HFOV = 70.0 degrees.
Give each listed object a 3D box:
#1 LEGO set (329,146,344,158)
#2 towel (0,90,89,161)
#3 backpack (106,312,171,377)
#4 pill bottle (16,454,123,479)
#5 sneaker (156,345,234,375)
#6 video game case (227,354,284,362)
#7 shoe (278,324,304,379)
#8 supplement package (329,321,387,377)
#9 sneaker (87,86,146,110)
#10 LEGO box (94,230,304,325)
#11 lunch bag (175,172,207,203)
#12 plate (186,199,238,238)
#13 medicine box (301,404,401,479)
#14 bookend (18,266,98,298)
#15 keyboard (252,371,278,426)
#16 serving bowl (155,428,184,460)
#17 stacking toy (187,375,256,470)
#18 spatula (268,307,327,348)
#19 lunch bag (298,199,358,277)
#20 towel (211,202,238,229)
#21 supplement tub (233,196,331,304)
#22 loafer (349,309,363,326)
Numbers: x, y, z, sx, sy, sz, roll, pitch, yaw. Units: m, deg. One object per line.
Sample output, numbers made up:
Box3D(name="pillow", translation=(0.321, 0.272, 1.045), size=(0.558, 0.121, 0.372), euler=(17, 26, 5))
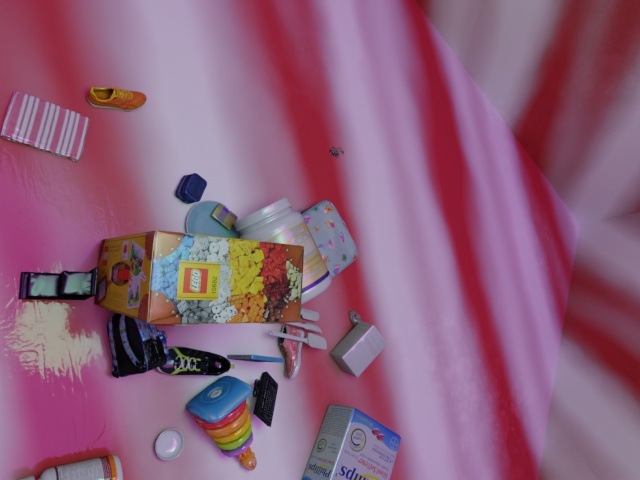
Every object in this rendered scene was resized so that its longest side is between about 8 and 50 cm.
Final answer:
Box3D(name="LEGO set", translation=(0.073, -0.380, 1.948), size=(0.083, 0.023, 0.054), euler=(-45, 107, -36))
Box3D(name="towel", translation=(-0.766, -0.317, 1.283), size=(0.196, 0.029, 0.144), euler=(18, 68, -36))
Box3D(name="backpack", translation=(-0.505, 0.274, 1.256), size=(0.116, 0.158, 0.174), euler=(-11, 83, -57))
Box3D(name="pill bottle", translation=(-0.610, 0.608, 1.113), size=(0.221, 0.121, 0.121), euler=(3, 77, -37))
Box3D(name="sneaker", translation=(-0.371, 0.363, 1.373), size=(0.234, 0.097, 0.084), euler=(13, 71, -35))
Box3D(name="video game case", translation=(-0.207, 0.376, 1.452), size=(0.119, 0.166, 0.015), euler=(17, 68, -33))
Box3D(name="shoe", translation=(-0.113, 0.387, 1.594), size=(0.081, 0.063, 0.178), euler=(26, 59, -29))
Box3D(name="supplement package", translation=(0.145, 0.410, 1.732), size=(0.179, 0.105, 0.105), euler=(-42, 106, -22))
Box3D(name="sneaker", translation=(-0.617, -0.437, 1.401), size=(0.175, 0.067, 0.064), euler=(-16, 87, -41))
Box3D(name="LEGO box", translation=(-0.335, 0.098, 1.199), size=(0.372, 0.499, 0.193), euler=(7, 84, -37))
Box3D(name="lunch bag", translation=(-0.423, -0.165, 1.486), size=(0.067, 0.065, 0.099), euler=(43, 54, -40))
Box3D(name="plate", translation=(-0.362, -0.041, 1.528), size=(0.188, 0.024, 0.188), euler=(11, 71, -36))
Box3D(name="medicine box", translation=(0.115, 0.776, 1.616), size=(0.263, 0.149, 0.290), euler=(39, 57, -24))
Box3D(name="bookend", translation=(-0.670, 0.109, 1.168), size=(0.157, 0.156, 0.073), euler=(6, 75, -36))
Box3D(name="keyboard", translation=(-0.179, 0.500, 1.475), size=(0.108, 0.023, 0.180), euler=(49, 19, -19))
Box3D(name="serving bowl", translation=(-0.436, 0.584, 1.313), size=(0.083, 0.027, 0.084), euler=(10, 72, -35))
Box3D(name="stacking toy", translation=(-0.265, 0.583, 1.389), size=(0.165, 0.175, 0.302), euler=(-33, 114, -39))
Box3D(name="spatula", translation=(-0.085, 0.296, 1.617), size=(0.241, 0.019, 0.168), euler=(21, 40, -32))
Box3D(name="lunch bag", translation=(0.000, 0.000, 1.745), size=(0.224, 0.107, 0.279), euler=(-37, 101, -34))
Box3D(name="towel", translation=(-0.323, -0.080, 1.546), size=(0.083, 0.009, 0.060), euler=(39, 59, -23))
Box3D(name="supplement tub", translation=(-0.131, 0.045, 1.547), size=(0.241, 0.241, 0.332), euler=(-30, 98, -38))
Box3D(name="loafer", translation=(0.157, 0.334, 1.826), size=(0.045, 0.039, 0.125), euler=(-30, 98, -38))
